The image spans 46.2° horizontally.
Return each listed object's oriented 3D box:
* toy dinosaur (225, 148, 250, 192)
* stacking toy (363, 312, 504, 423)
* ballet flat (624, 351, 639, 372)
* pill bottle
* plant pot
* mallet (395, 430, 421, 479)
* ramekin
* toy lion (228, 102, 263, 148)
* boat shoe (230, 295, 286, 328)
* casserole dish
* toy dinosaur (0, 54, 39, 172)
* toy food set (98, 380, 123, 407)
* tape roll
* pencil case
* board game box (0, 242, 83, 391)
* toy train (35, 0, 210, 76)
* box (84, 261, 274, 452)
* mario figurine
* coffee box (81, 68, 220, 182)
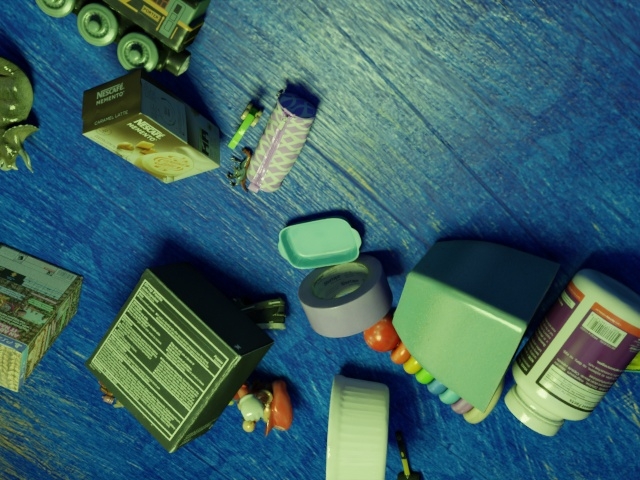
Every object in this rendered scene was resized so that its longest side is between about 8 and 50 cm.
[{"bbox_3d":[-0.164,-0.153,1.573,0.082,0.047,0.090,-39,140,24],"label":"toy dinosaur"},{"bbox_3d":[0.242,0.275,1.697,0.330,0.141,0.141,31,126,0],"label":"stacking toy"},{"bbox_3d":[0.596,0.246,1.617,0.231,0.077,0.077,-6,101,16],"label":"ballet flat"},{"bbox_3d":[0.510,0.228,1.502,0.182,0.181,0.323,28,108,-5],"label":"pill bottle"},{"bbox_3d":[0.295,0.141,1.520,0.252,0.247,0.247,26,128,17],"label":"plant pot"},{"bbox_3d":[0.229,0.573,1.960,0.062,0.039,0.189,2,120,14],"label":"mallet"},{"bbox_3d":[0.090,0.460,1.776,0.135,0.277,0.277,3,125,5],"label":"ramekin"},{"bbox_3d":[-0.153,-0.220,1.477,0.034,0.100,0.096,33,107,-10],"label":"toy lion"},{"bbox_3d":[-0.187,0.171,1.782,0.233,0.084,0.079,-2,85,25],"label":"boat shoe"},{"bbox_3d":[0.000,0.000,1.621,0.188,0.037,0.114,-10,119,22],"label":"casserole dish"},{"bbox_3d":[-0.660,-0.307,1.563,0.160,0.121,0.313,12,122,-8],"label":"toy dinosaur"},{"bbox_3d":[-0.580,0.424,2.083,0.078,0.019,0.122,-10,121,21],"label":"toy food set"},{"bbox_3d":[0.053,0.114,1.593,0.189,0.189,0.080,-10,120,21],"label":"tape roll"},{"bbox_3d":[-0.079,-0.191,1.481,0.086,0.088,0.206,26,127,-1],"label":"pencil case"},{"bbox_3d":[-0.747,0.176,1.790,0.232,0.291,0.141,23,126,0],"label":"board game box"},{"bbox_3d":[-0.361,-0.446,1.362,0.334,0.142,0.190,35,113,-7],"label":"toy train"},{"bbox_3d":[-0.316,0.254,1.695,0.296,0.183,0.294,41,109,15],"label":"box"},{"bbox_3d":[-0.222,0.398,1.867,0.321,0.198,0.170,27,112,2],"label":"mario figurine"},{"bbox_3d":[-0.320,-0.213,1.448,0.141,0.098,0.246,-14,156,23],"label":"coffee box"}]
